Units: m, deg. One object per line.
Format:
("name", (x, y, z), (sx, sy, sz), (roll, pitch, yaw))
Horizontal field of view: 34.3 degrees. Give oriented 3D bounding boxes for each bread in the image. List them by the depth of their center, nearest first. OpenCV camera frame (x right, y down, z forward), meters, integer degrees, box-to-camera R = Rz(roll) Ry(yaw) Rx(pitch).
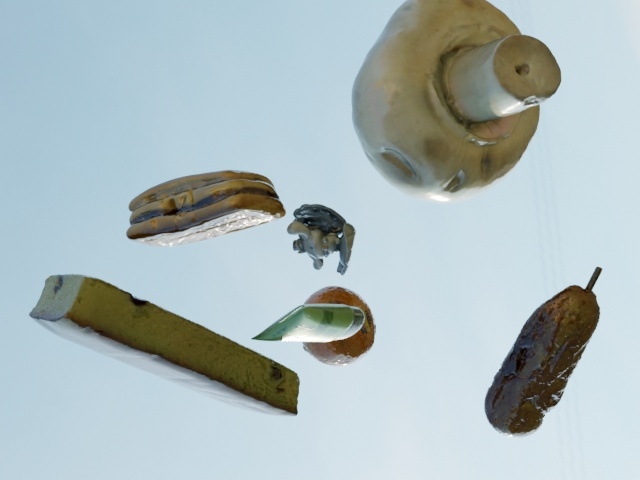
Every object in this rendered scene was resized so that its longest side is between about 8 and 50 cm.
("bread", (-0.146, -0.041, 1.311), (0.116, 0.200, 0.077), (20, -119, -58))
("bread", (-0.198, 0.145, 1.392), (0.361, 0.138, 0.077), (28, -109, -30))
("bread", (0.373, 0.187, 1.685), (0.124, 0.344, 0.084), (4, -147, -34))

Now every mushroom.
("mushroom", (0.212, -0.254, 1.708), (0.353, 0.353, 0.325), (2, -131, -57))

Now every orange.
("orange", (0.023, 0.140, 1.692), (0.135, 0.118, 0.135), (23, -117, -58))

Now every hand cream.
("hand cream", (-0.007, 0.115, 1.430), (0.175, 0.095, 0.046), (3, -122, -54))

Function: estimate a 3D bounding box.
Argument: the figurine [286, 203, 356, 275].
("figurine", (0.000, 0.000, 1.321), (0.094, 0.086, 0.082), (99, -178, -47))
